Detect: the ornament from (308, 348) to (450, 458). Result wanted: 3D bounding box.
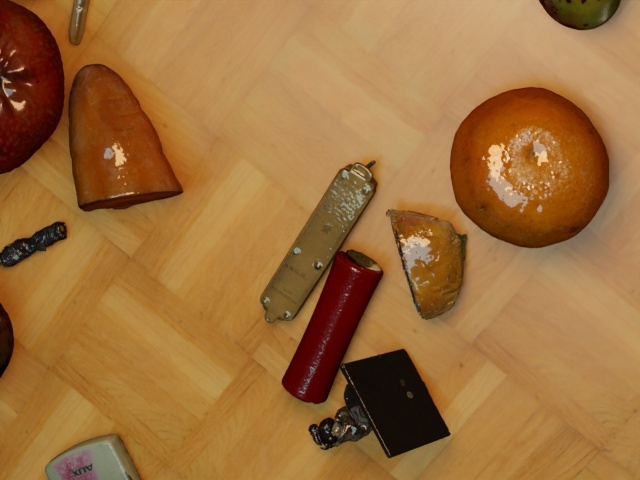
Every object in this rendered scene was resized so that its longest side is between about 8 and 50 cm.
[{"bbox_3d":[0.062,0.282,1.858,0.196,0.166,0.153,-40,68,37],"label":"ornament"}]

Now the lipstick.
[{"bbox_3d":[0.017,0.133,1.857,0.080,0.080,0.241,26,107,7],"label":"lipstick"}]

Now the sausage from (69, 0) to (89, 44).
[{"bbox_3d":[-0.366,-0.365,1.872,0.024,0.024,0.132,17,105,10],"label":"sausage"}]

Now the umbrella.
[{"bbox_3d":[-0.473,0.009,1.976,0.143,0.040,0.037,-25,104,19],"label":"umbrella"}]

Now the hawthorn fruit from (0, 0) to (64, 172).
[{"bbox_3d":[-0.513,-0.223,1.821,0.275,0.300,0.276,3,72,-9],"label":"hawthorn fruit"}]

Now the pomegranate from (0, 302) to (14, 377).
[{"bbox_3d":[-0.649,0.163,1.954,0.305,0.242,0.243,-5,101,20],"label":"pomegranate"}]

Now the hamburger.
[{"bbox_3d":[0.166,0.025,1.790,0.102,0.087,0.176,-16,95,19],"label":"hamburger"}]

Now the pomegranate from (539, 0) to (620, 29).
[{"bbox_3d":[0.362,-0.357,1.644,0.159,0.129,0.129,-33,93,-22],"label":"pomegranate"}]

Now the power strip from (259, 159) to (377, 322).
[{"bbox_3d":[0.000,0.000,1.852,0.064,0.044,0.305,34,110,5],"label":"power strip"}]

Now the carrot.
[{"bbox_3d":[-0.313,-0.159,1.857,0.159,0.159,0.225,-17,84,17],"label":"carrot"}]

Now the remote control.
[{"bbox_3d":[-0.330,0.493,2.042,0.145,0.050,0.344,-25,96,18],"label":"remote control"}]

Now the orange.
[{"bbox_3d":[0.287,-0.100,1.690,0.224,0.170,0.224,0,86,0],"label":"orange"}]
